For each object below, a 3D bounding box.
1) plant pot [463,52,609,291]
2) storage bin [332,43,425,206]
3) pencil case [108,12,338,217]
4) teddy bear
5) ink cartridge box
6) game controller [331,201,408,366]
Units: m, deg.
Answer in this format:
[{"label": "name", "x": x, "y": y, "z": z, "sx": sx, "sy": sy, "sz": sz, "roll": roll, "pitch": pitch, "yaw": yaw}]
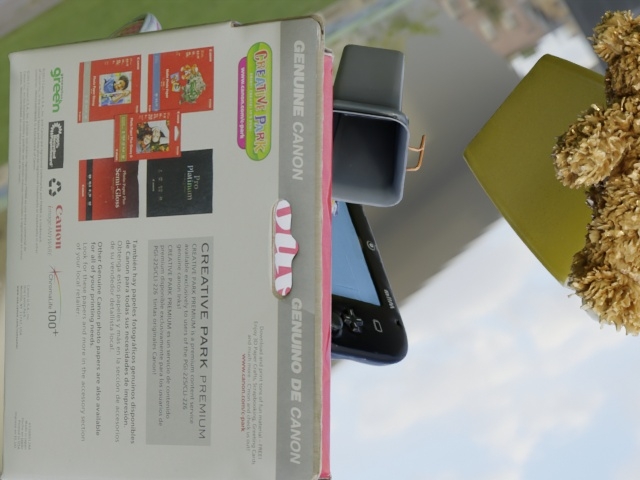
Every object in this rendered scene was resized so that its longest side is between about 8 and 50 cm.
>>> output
[{"label": "plant pot", "x": 0.280, "y": -0.082, "z": 1.834, "sx": 0.212, "sy": 0.187, "sz": 0.212, "roll": -51, "pitch": 163, "yaw": 8}, {"label": "storage bin", "x": 0.046, "y": -0.106, "z": 1.504, "sx": 0.135, "sy": 0.098, "sz": 0.091, "roll": 92, "pitch": 7, "yaw": -58}, {"label": "pencil case", "x": -0.109, "y": -0.087, "z": 1.580, "sx": 0.113, "sy": 0.273, "sz": 0.124, "roll": -38, "pitch": -159, "yaw": 20}, {"label": "teddy bear", "x": 0.317, "y": -0.057, "z": 1.520, "sx": 0.338, "sy": 0.245, "sz": 0.113, "roll": -63, "pitch": -176, "yaw": -27}, {"label": "ink cartridge box", "x": -0.079, "y": 0.015, "z": 1.168, "sx": 0.272, "sy": 0.309, "sz": 0.130, "roll": -3, "pitch": 174, "yaw": 34}, {"label": "game controller", "x": 0.000, "y": 0.000, "z": 1.883, "sx": 0.166, "sy": 0.319, "sz": 0.067, "roll": 8, "pitch": 140, "yaw": -35}]
